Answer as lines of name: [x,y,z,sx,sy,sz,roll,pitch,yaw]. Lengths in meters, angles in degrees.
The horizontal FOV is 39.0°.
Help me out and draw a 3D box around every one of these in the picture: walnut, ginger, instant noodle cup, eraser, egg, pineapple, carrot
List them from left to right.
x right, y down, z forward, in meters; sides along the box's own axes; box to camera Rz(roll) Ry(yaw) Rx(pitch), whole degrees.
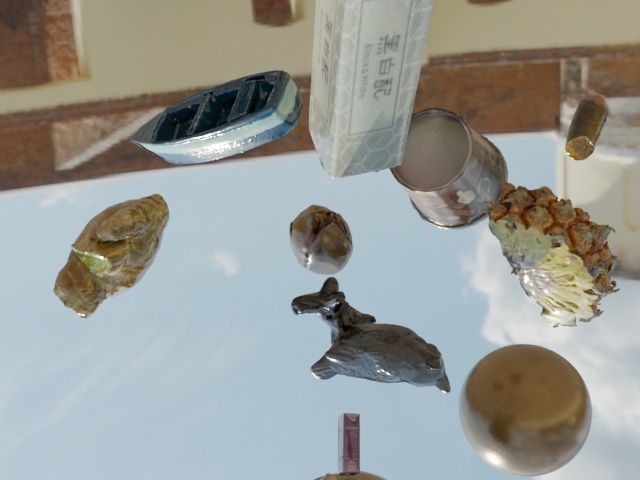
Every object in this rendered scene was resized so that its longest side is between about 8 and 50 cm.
ginger: [-0.282,0.022,1.213,0.102,0.216,0.157,39,-148,-6]
walnut: [0.000,0.000,1.885,0.137,0.137,0.245,-1,162,13]
eraser: [0.054,-0.234,0.907,0.098,0.404,0.096,-12,-126,-13]
instant noodle cup: [0.247,-0.149,1.802,0.217,0.217,0.207,3,168,26]
egg: [0.471,0.392,2.089,0.301,0.301,0.374,-1,164,10]
pineapple: [0.313,0.018,1.143,0.135,0.233,0.079,-2,-136,46]
carrot: [0.651,-0.279,2.202,0.082,0.082,0.173,4,-127,28]

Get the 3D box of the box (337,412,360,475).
box: [0.055,0.398,1.764,0.036,0.117,0.050,6,159,-12]

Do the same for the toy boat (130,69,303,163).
toy boat: [-0.152,-0.158,1.249,0.299,0.062,0.096,-10,-129,38]

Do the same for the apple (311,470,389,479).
apple: [0.066,0.631,1.780,0.338,0.338,0.305,2,178,23]

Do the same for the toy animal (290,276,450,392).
toy animal: [0.056,0.138,1.095,0.117,0.121,0.210,-45,-141,-12]

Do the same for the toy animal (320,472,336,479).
toy animal: [-0.044,0.534,1.455,0.256,0.213,0.195,-26,-134,-27]
